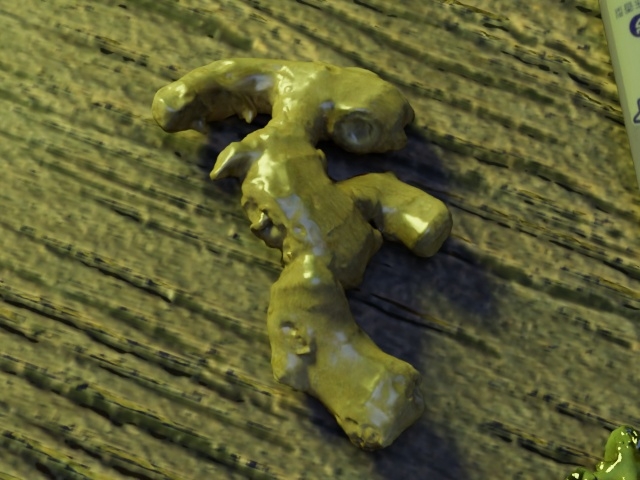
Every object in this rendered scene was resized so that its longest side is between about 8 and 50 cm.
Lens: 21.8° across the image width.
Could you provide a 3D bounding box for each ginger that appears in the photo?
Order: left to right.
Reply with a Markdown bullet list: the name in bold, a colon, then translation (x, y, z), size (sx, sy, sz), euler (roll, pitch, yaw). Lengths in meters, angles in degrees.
- **ginger**: translation (0.013, -0.008, 0.975), size (0.149, 0.065, 0.259), euler (-22, 70, -13)

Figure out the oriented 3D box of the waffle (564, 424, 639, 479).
- **waffle**: translation (0.181, 0.227, 0.901), size (0.208, 0.054, 0.214), euler (40, 69, 8)

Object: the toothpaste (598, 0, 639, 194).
- **toothpaste**: translation (0.238, -0.048, 1.006), size (0.125, 0.080, 0.371), euler (-10, 78, -12)
